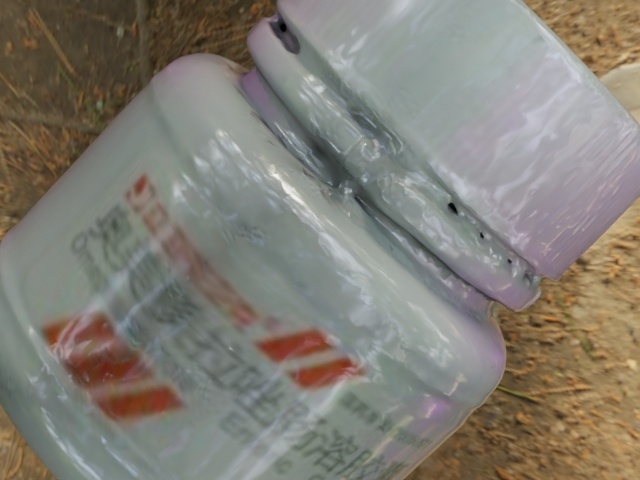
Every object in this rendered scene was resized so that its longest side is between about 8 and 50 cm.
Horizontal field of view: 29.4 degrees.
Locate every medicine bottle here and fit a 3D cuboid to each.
[{"bbox_3d":[0.000,0.000,0.675,0.325,0.256,0.256,-44,99,10],"label":"medicine bottle"}]
